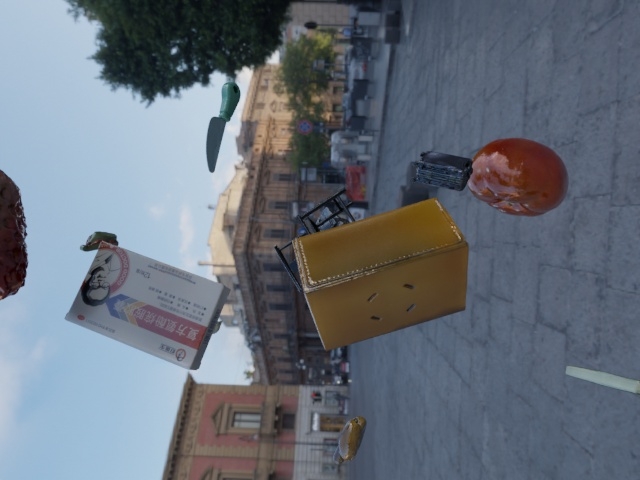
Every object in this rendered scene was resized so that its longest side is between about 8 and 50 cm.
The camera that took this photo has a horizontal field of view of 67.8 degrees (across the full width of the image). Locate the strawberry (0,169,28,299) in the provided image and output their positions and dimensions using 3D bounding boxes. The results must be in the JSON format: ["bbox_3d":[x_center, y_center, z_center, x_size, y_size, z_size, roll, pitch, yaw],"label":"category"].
[{"bbox_3d":[-0.733,-0.037,1.019,0.336,0.149,0.265,62,-159,-5],"label":"strawberry"}]

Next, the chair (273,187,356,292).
[{"bbox_3d":[0.000,0.000,1.267,0.155,0.260,0.141,58,-175,19],"label":"chair"}]

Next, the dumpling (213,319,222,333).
[{"bbox_3d":[-0.394,0.316,1.725,0.057,0.052,0.076,-35,30,53],"label":"dumpling"}]

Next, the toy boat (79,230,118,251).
[{"bbox_3d":[-0.783,0.008,1.714,0.071,0.089,0.185,-71,-17,3],"label":"toy boat"}]

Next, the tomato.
[{"bbox_3d":[0.519,-0.170,1.256,0.260,0.259,0.180,73,-147,-86],"label":"tomato"}]

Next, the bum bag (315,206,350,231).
[{"bbox_3d":[0.057,-0.010,1.444,0.248,0.060,0.123,32,116,41],"label":"bum bag"}]

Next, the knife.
[{"bbox_3d":[-0.261,-0.301,1.236,0.063,0.034,0.261,39,-122,-53],"label":"knife"}]

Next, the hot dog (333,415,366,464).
[{"bbox_3d":[0.076,0.523,1.244,0.090,0.060,0.140,-32,-45,-60],"label":"hot dog"}]

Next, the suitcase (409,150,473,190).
[{"bbox_3d":[0.274,-0.156,1.070,0.086,0.126,0.059,-49,-32,-48],"label":"suitcase"}]

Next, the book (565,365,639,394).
[{"bbox_3d":[0.682,0.309,0.971,0.202,0.264,0.027,148,137,-80],"label":"book"}]

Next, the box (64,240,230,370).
[{"bbox_3d":[-0.426,0.157,1.181,0.069,0.353,0.214,64,-135,-73],"label":"box"}]

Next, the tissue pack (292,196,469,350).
[{"bbox_3d":[0.107,0.057,0.857,0.194,0.274,0.145,75,178,-49],"label":"tissue pack"}]
